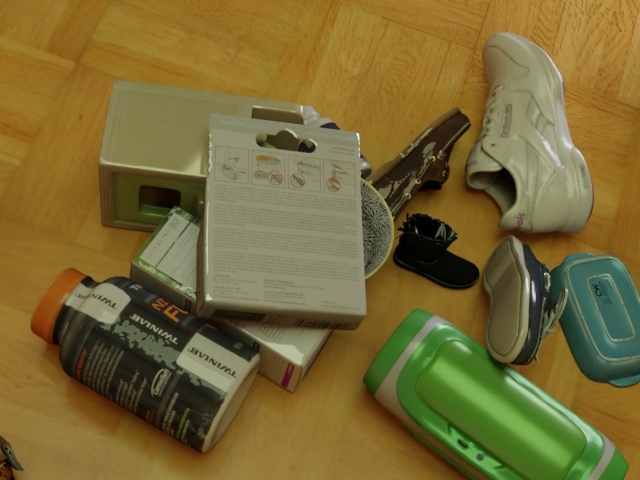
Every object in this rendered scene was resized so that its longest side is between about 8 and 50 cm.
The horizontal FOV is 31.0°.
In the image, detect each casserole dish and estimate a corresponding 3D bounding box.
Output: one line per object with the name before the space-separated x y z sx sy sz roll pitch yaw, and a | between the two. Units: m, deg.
casserole dish | 0.361 0.092 1.458 0.114 0.037 0.188 -10 63 -14

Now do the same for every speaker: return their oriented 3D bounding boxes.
speaker | 0.197 0.207 1.319 0.296 0.131 0.131 36 63 11

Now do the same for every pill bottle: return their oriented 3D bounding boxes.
pill bottle | -0.201 0.125 1.297 0.245 0.130 0.130 29 62 7
pill bottle | 0.006 -0.116 1.494 0.067 0.067 0.120 -32 71 -23

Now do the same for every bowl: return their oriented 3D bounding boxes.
bowl | 0.000 0.000 1.424 0.170 0.080 0.170 4 61 -7

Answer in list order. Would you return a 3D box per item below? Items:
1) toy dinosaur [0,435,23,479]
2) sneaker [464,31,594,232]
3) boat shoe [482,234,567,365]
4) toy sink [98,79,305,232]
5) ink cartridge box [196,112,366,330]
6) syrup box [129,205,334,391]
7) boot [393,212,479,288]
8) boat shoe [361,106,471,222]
toy dinosaur | -0.369 0.345 1.152 0.218 0.164 0.322 4 39 -25
sneaker | 0.254 -0.148 1.523 0.152 0.114 0.305 -7 63 -14
boat shoe | 0.243 0.079 1.369 0.079 0.095 0.254 30 19 -8
toy sink | -0.145 -0.086 1.408 0.234 0.153 0.131 7 61 -6
ink cartridge box | -0.044 -0.019 1.315 0.189 0.066 0.232 6 62 -17
syrup box | -0.102 0.070 1.361 0.237 0.096 0.093 31 63 5
boot | 0.148 0.012 1.430 0.121 0.099 0.045 19 62 1
boat shoe | 0.129 -0.090 1.501 0.073 0.073 0.207 43 71 12
